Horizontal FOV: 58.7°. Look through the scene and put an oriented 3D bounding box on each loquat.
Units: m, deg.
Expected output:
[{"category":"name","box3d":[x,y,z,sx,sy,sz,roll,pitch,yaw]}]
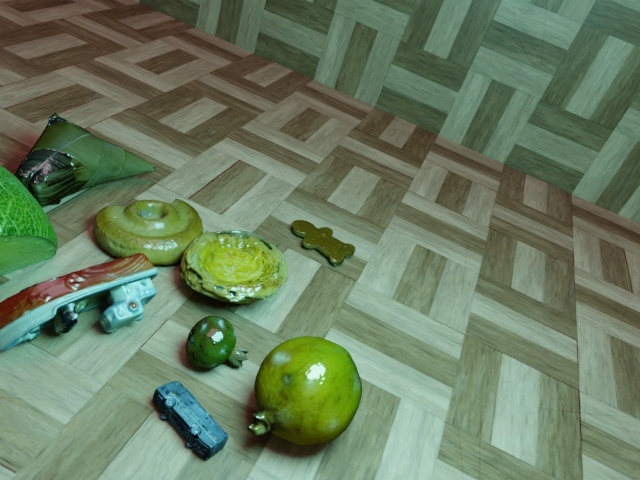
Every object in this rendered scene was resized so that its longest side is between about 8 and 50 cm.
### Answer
[{"category":"loquat","box3d":[-0.038,0.305,1.122,0.246,0.213,0.213,-29,57,-36]}]

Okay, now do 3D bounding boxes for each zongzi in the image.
[{"category":"zongzi","box3d":[-0.618,-0.178,1.533,0.318,0.154,0.289,17,42,-15]}]

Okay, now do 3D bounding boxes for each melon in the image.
[{"category":"melon","box3d":[-0.750,-0.091,1.203,0.343,0.226,0.331,55,2,4]}]

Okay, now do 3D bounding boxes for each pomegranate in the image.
[{"category":"pomegranate","box3d":[-0.218,0.225,1.217,0.142,0.114,0.114,33,28,-26]}]

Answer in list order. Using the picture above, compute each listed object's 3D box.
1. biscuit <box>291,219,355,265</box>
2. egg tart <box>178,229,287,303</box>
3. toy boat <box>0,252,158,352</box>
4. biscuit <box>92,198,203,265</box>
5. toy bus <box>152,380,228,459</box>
[{"category":"biscuit","box3d":[0.000,0.000,1.698,0.205,0.031,0.138,33,36,17]},{"category":"egg tart","box3d":[-0.210,0.083,1.418,0.291,0.106,0.290,11,33,-7]},{"category":"toy boat","box3d":[-0.491,0.142,1.169,0.332,0.145,0.133,-21,80,-43]},{"category":"biscuit","box3d":[-0.424,-0.026,1.464,0.274,0.091,0.213,-12,44,-42]},{"category":"toy bus","box3d":[-0.251,0.341,1.089,0.166,0.047,0.065,39,34,23]}]
